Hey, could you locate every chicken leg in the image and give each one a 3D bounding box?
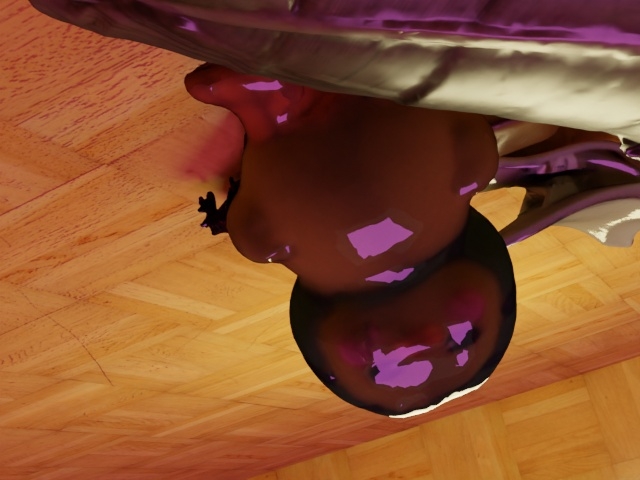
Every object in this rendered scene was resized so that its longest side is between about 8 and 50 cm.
[{"bbox_3d":[-0.050,-0.055,0.891,0.105,0.063,0.234,-8,157,-29],"label":"chicken leg"}]

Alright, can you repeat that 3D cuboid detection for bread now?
[{"bbox_3d":[0.116,-0.094,0.868,0.226,0.049,0.088,-20,163,-8],"label":"bread"}]

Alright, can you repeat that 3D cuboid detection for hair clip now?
[{"bbox_3d":[0.267,-0.048,1.027,0.282,0.113,0.172,-5,171,-19],"label":"hair clip"}]

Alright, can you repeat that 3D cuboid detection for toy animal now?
[{"bbox_3d":[0.040,-0.023,0.745,0.216,0.338,0.191,-21,-158,4],"label":"toy animal"}]

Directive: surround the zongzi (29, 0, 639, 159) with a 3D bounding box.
[{"bbox_3d":[0.076,-0.211,0.290,0.500,0.218,0.467,5,155,-18],"label":"zongzi"}]
